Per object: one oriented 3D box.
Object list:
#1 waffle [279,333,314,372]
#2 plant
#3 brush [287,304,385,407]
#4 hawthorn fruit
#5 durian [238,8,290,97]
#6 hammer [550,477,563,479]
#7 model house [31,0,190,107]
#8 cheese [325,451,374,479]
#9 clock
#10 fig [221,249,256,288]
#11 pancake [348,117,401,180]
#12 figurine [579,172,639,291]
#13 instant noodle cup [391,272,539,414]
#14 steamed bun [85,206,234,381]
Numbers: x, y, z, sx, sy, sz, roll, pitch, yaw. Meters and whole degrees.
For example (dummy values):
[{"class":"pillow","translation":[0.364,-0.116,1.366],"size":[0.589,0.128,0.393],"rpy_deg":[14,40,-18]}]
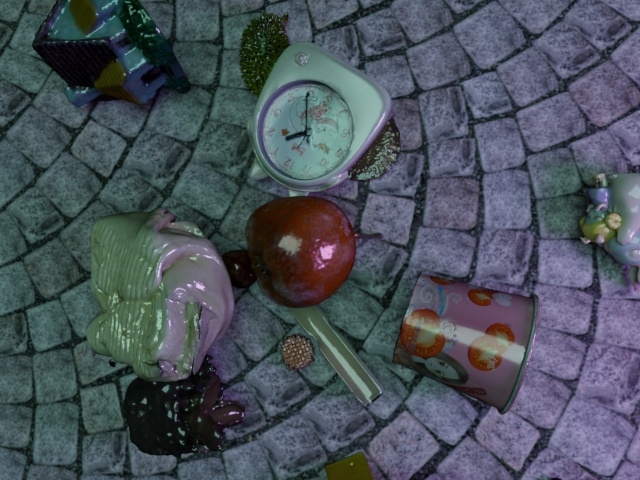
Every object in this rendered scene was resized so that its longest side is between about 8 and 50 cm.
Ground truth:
[{"class":"waffle","translation":[-0.051,0.248,1.159],"size":[0.075,0.029,0.083],"rpy_deg":[-15,86,6]},{"class":"plant","translation":[-0.277,0.344,1.090],"size":[0.234,0.204,0.178],"rpy_deg":[-11,92,14]},{"class":"brush","translation":[0.020,0.217,1.152],"size":[0.060,0.050,0.321],"rpy_deg":[-40,74,2]},{"class":"hawthorn fruit","translation":[-0.039,0.005,1.083],"size":[0.231,0.235,0.263],"rpy_deg":[31,80,16]},{"class":"durian","translation":[-0.131,-0.438,1.213],"size":[0.137,0.095,0.221],"rpy_deg":[-3,78,5]},{"class":"hammer","translation":[0.510,0.713,1.051],"size":[0.168,0.044,0.440],"rpy_deg":[12,85,8]},{"class":"model house","translation":[-0.468,-0.395,1.143],"size":[0.248,0.280,0.230],"rpy_deg":[-38,80,-6]},{"class":"cheese","translation":[0.082,0.557,1.092],"size":[0.093,0.126,0.171],"rpy_deg":[-18,101,-3]},{"class":"clock","translation":[-0.023,-0.240,1.147],"size":[0.265,0.108,0.324],"rpy_deg":[35,101,6]},{"class":"fig","translation":[-0.196,0.053,1.179],"size":[0.125,0.089,0.089],"rpy_deg":[28,86,36]},{"class":"pancake","translation":[0.087,-0.229,1.205],"size":[0.199,0.021,0.199],"rpy_deg":[-1,84,5]},{"class":"figurine","translation":[0.625,-0.015,1.082],"size":[0.155,0.127,0.236],"rpy_deg":[5,87,-13]},{"class":"instant noodle cup","translation":[0.281,0.187,1.044],"size":[0.231,0.243,0.243],"rpy_deg":[18,85,14]},{"class":"steamed bun","translation":[-0.319,0.118,1.101],"size":[0.346,0.237,0.394],"rpy_deg":[-46,60,30]}]
